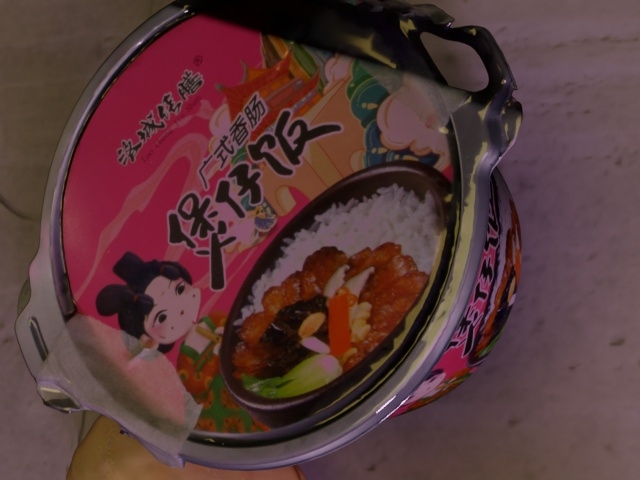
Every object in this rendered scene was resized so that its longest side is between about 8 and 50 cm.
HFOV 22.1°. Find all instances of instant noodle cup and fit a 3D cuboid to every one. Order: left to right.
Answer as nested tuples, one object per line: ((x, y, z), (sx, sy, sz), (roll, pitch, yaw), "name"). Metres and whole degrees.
((0.000, 0.000, 0.904), (0.302, 0.181, 0.258), (-20, 72, 22), "instant noodle cup")

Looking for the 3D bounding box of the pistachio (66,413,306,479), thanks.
((-0.073, 0.177, 0.941), (0.145, 0.117, 0.200), (-26, 70, 15), "pistachio")
